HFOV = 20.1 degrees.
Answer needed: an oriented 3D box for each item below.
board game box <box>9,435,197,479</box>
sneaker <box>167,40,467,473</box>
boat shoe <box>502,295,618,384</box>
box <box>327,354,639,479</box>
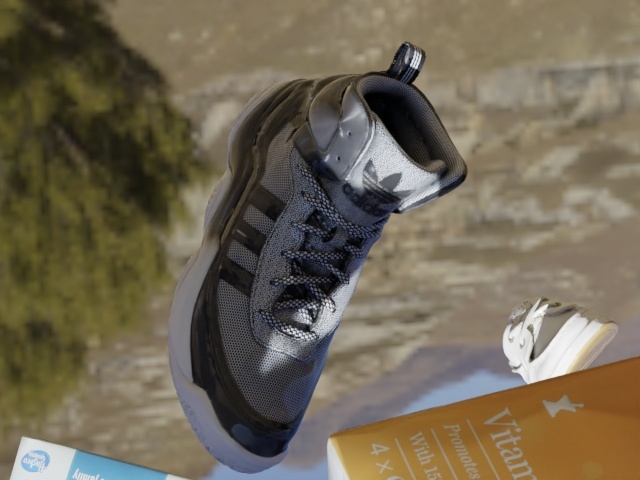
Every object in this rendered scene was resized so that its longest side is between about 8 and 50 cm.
[{"bbox_3d":[-0.171,0.338,1.381,0.254,0.336,0.079,6,168,43],"label":"board game box"},{"bbox_3d":[0.000,0.000,1.065,0.101,0.268,0.153,29,146,-29],"label":"sneaker"},{"bbox_3d":[0.226,0.103,1.818,0.098,0.096,0.277,-43,172,-9],"label":"boat shoe"},{"bbox_3d":[0.199,0.168,0.762,0.345,0.168,0.215,-13,-141,-11],"label":"box"}]
